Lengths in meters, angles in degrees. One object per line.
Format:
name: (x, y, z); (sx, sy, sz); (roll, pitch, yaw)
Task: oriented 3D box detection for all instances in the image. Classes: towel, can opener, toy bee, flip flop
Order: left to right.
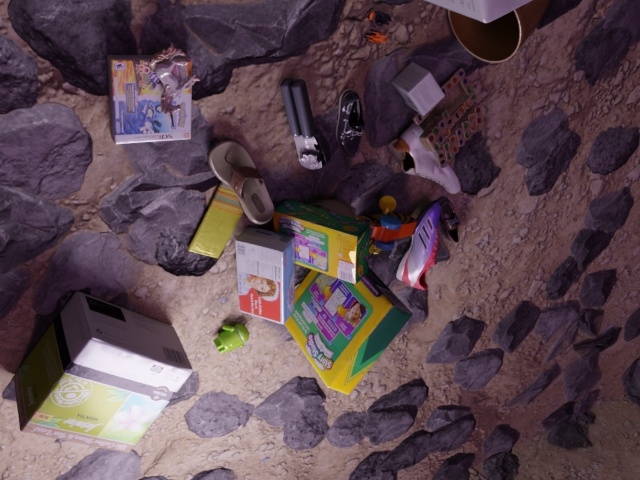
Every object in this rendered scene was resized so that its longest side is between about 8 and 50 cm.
towel: (-0.280, -0.061, 1.770); (0.102, 0.021, 0.237); (18, 110, -34)
flip flop: (-0.199, -0.153, 1.691); (0.112, 0.080, 0.277); (-38, 122, -16)
can opener: (-0.043, -0.313, 1.717); (0.093, 0.074, 0.280); (-55, 144, -36)
toy bee: (0.171, -0.053, 1.975); (0.298, 0.162, 0.195); (11, 108, -63)

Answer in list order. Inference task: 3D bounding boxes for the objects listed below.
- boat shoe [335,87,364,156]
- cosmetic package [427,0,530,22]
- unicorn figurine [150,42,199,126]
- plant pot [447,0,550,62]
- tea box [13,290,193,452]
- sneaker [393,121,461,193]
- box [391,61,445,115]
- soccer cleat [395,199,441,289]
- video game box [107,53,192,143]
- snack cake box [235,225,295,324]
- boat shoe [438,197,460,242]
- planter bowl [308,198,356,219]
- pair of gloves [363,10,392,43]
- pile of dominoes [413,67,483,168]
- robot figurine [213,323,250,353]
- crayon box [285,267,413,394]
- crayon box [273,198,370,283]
boat shoe: (0.089, -0.320, 1.780); (0.075, 0.065, 0.206); (-18, 128, -20)
cosmetic package: (0.365, -0.749, 1.433); (0.328, 0.393, 0.329); (-30, 131, -10)
unicorn figurine: (-0.336, -0.361, 1.453); (0.111, 0.060, 0.161); (-32, 115, -9)
plant pot: (0.521, -0.655, 1.723); (0.254, 0.237, 0.237); (-41, 133, -19)
tea box: (-0.595, 0.366, 1.735); (0.329, 0.220, 0.323); (30, 103, -40)
sneaker: (0.324, -0.229, 1.965); (0.123, 0.106, 0.290); (-42, 121, 4)
box: (0.276, -0.430, 1.793); (0.087, 0.102, 0.101); (-43, 131, 4)
soccer cleat: (0.354, 0.018, 2.113); (0.109, 0.116, 0.318); (-22, 136, -51)
video game box: (-0.399, -0.333, 1.496); (0.187, 0.048, 0.205); (-11, 125, -28)
snack cake box: (-0.158, 0.102, 1.850); (0.089, 0.152, 0.264); (-54, 152, -52)
boat shoe: (0.445, -0.067, 2.160); (0.066, 0.066, 0.183); (-34, 132, -7)
planter bowl: (0.039, -0.058, 1.883); (0.109, 0.162, 0.162); (-38, 139, -41)
pair of gloves: (0.152, -0.567, 1.688); (0.074, 0.010, 0.083); (-2, 118, -28)
pile of dominoes: (0.397, -0.360, 1.882); (0.251, 0.040, 0.196); (-48, 119, -15)
robot figurine: (-0.275, 0.306, 1.985); (0.115, 0.067, 0.101); (-30, 132, -10)
crayon box: (0.062, 0.227, 1.933); (0.106, 0.363, 0.313); (27, 105, -40)
crayon box: (0.000, 0.000, 1.805); (0.081, 0.279, 0.165); (-43, 143, -45)
